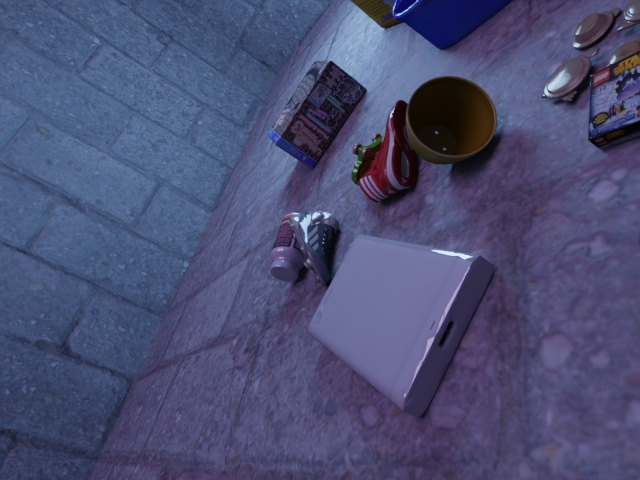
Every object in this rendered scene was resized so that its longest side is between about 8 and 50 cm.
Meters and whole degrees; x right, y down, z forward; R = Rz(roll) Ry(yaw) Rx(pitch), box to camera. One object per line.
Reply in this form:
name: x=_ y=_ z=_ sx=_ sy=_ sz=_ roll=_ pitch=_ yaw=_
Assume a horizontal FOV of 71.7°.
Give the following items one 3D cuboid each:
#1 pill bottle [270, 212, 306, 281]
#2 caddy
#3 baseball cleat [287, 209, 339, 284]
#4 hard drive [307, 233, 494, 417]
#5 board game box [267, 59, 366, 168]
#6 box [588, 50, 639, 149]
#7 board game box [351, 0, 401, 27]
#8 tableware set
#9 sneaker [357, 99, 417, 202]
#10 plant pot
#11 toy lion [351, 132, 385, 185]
pill bottle: x=-0.067 y=0.016 z=1.041 sx=0.086 sy=0.086 sz=0.151 roll=-33 pitch=33 yaw=48
caddy: x=0.290 y=-0.570 z=0.905 sx=0.341 sy=0.179 sz=0.241 roll=-25 pitch=39 yaw=55
baseball cleat: x=0.000 y=0.000 z=0.939 sx=0.110 sy=0.072 sz=0.205 roll=-23 pitch=49 yaw=-6
hard drive: x=0.094 y=0.097 z=0.659 sx=0.203 sy=0.040 sz=0.307 roll=-62 pitch=23 yaw=-6
board game box: x=-0.023 y=-0.404 z=1.409 sx=0.291 sy=0.141 sz=0.232 roll=-55 pitch=22 yaw=9
box: x=0.347 y=-0.159 z=0.448 sx=0.137 sy=0.027 sz=0.093 roll=-21 pitch=49 yaw=57
board game box: x=0.208 y=-0.884 z=1.239 sx=0.356 sy=0.356 sz=0.356 roll=-56 pitch=22 yaw=7
tableware set: x=0.361 y=-0.249 z=0.554 sx=0.168 sy=0.020 sz=0.141 roll=-63 pitch=21 yaw=-5
sneaker: x=0.124 y=-0.172 z=0.872 sx=0.128 sy=0.087 sz=0.221 roll=-30 pitch=34 yaw=46
plant pot: x=0.194 y=-0.173 z=0.699 sx=0.095 sy=0.134 sz=0.134 roll=93 pitch=-158 yaw=-76
toy lion: x=0.103 y=-0.165 z=0.934 sx=0.034 sy=0.096 sz=0.100 roll=30 pitch=50 yaw=34
